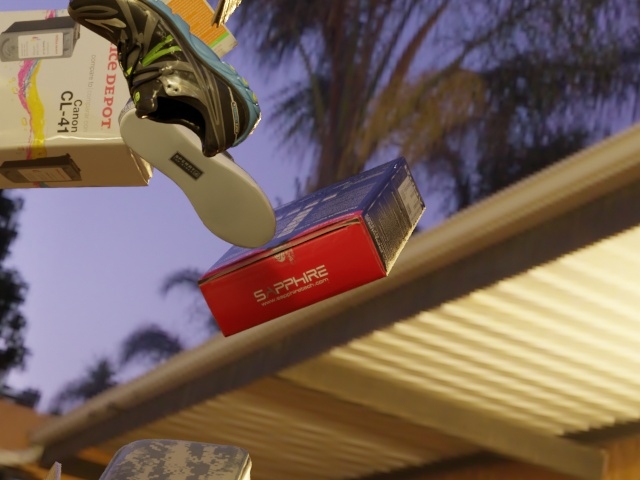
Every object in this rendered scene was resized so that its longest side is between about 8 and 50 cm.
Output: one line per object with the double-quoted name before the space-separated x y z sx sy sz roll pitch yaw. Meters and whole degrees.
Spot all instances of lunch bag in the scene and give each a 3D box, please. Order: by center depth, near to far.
"lunch bag" -0.215 0.451 1.813 0.212 0.256 0.305 1 18 7

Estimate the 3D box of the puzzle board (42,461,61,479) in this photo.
"puzzle board" -0.248 0.243 1.062 0.011 0.128 0.096 35 -5 -10

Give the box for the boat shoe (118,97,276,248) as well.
"boat shoe" -0.134 -0.084 1.468 0.080 0.076 0.228 -39 -64 24

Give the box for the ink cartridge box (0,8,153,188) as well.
"ink cartridge box" -0.385 -0.195 1.801 0.306 0.226 0.131 -2 -24 9

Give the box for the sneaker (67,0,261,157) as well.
"sneaker" -0.135 -0.141 1.068 0.188 0.078 0.067 41 -20 2

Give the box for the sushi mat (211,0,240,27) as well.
"sushi mat" -0.062 -0.404 1.580 0.019 0.151 0.316 28 -38 0

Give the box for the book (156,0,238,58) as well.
"book" -0.189 -0.285 1.712 0.144 0.096 0.035 53 -21 -11

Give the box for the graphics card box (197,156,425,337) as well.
"graphics card box" 0.000 0.000 1.765 0.233 0.094 0.371 -22 10 16
